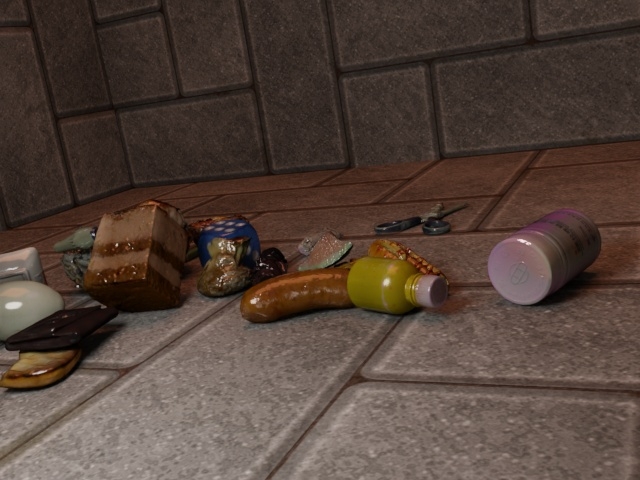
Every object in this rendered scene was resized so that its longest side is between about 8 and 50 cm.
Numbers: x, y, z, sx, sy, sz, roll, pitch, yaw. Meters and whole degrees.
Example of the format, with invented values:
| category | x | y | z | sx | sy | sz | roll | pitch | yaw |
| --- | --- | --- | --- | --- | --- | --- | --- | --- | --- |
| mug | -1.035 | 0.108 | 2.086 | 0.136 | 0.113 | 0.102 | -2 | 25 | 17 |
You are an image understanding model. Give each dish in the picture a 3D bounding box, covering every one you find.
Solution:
| category | x | y | z | sx | sy | sz | roll | pitch | yaw |
| --- | --- | --- | --- | --- | --- | --- | --- | --- | --- |
| dish | -0.803 | 0.137 | 1.914 | 0.151 | 0.212 | 0.077 | -12 | 29 | -13 |

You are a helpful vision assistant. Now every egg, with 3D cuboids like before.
| category | x | y | z | sx | sy | sz | roll | pitch | yaw |
| --- | --- | --- | --- | --- | --- | --- | --- | --- | --- |
| egg | -0.753 | 0.175 | 1.817 | 0.209 | 0.151 | 0.151 | -5 | 12 | -15 |

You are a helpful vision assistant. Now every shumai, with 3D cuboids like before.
| category | x | y | z | sx | sy | sz | roll | pitch | yaw |
| --- | --- | --- | --- | --- | --- | --- | --- | --- | --- |
| shumai | -0.260 | 0.065 | 1.966 | 0.161 | 0.153 | 0.209 | -1 | 10 | 5 |

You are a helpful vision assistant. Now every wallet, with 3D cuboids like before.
| category | x | y | z | sx | sy | sz | roll | pitch | yaw |
| --- | --- | --- | --- | --- | --- | --- | --- | --- | --- |
| wallet | -0.589 | 0.197 | 1.668 | 0.181 | 0.049 | 0.229 | -7 | 9 | 10 |

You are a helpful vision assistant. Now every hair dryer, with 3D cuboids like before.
| category | x | y | z | sx | sy | sz | roll | pitch | yaw |
| --- | --- | --- | --- | --- | --- | --- | --- | --- | --- |
| hair dryer | -0.669 | -0.015 | 2.078 | 0.167 | 0.067 | 0.199 | -17 | 11 | 14 |

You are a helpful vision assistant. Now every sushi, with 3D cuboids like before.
| category | x | y | z | sx | sy | sz | roll | pitch | yaw |
| --- | --- | --- | --- | --- | --- | --- | --- | --- | --- |
| sushi | -0.580 | 0.041 | 2.191 | 0.417 | 0.176 | 0.417 | -15 | 15 | 4 |

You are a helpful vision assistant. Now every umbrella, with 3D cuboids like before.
| category | x | y | z | sx | sy | sz | roll | pitch | yaw |
| --- | --- | --- | --- | --- | --- | --- | --- | --- | --- |
| umbrella | -0.134 | 0.087 | 1.900 | 0.094 | 0.090 | 0.326 | 13 | 13 | -2 |

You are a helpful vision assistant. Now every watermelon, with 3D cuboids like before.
| category | x | y | z | sx | sy | sz | roll | pitch | yaw |
| --- | --- | --- | --- | --- | --- | --- | --- | --- | --- |
| watermelon | 0.015 | 0.043 | 1.901 | 0.155 | 0.080 | 0.101 | -44 | -16 | 6 |

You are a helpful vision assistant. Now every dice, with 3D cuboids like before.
| category | x | y | z | sx | sy | sz | roll | pitch | yaw |
| --- | --- | --- | --- | --- | --- | --- | --- | --- | --- |
| dice | -0.272 | 0.024 | 2.146 | 0.143 | 0.146 | 0.146 | 3 | 21 | 33 |

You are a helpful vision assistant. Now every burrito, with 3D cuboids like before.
| category | x | y | z | sx | sy | sz | roll | pitch | yaw |
| --- | --- | --- | --- | --- | --- | --- | --- | --- | --- |
| burrito | 0.000 | -0.001 | 2.243 | 0.064 | 0.064 | 0.203 | 0 | 15 | 33 |

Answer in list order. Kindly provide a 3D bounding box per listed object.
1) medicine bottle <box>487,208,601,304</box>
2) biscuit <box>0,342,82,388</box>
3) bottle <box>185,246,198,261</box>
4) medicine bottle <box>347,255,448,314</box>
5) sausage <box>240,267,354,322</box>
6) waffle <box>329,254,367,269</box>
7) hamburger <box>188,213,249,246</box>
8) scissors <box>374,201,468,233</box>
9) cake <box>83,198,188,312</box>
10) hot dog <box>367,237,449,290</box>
| category | x | y | z | sx | sy | sz | roll | pitch | yaw |
| --- | --- | --- | --- | --- | --- | --- | --- | --- | --- |
| medicine bottle | 0.489 | 0.032 | 1.569 | 0.152 | 0.152 | 0.254 | 3 | 17 | 42 |
| biscuit | -0.607 | 0.259 | 1.598 | 0.154 | 0.045 | 0.299 | -10 | 12 | -9 |
| bottle | -0.432 | 0.047 | 2.397 | 0.030 | 0.030 | 0.083 | -3 | 16 | 26 |
| medicine bottle | 0.171 | 0.101 | 1.562 | 0.121 | 0.122 | 0.212 | -21 | 18 | -41 |
| sausage | -0.053 | 0.124 | 1.656 | 0.270 | 0.109 | 0.109 | -12 | 13 | -5 |
| waffle | 0.105 | 0.087 | 1.825 | 0.245 | 0.052 | 0.254 | -5 | 15 | 22 |
| hamburger | -0.354 | -0.032 | 2.523 | 0.231 | 0.107 | 0.231 | -12 | 10 | 2 |
| scissors | 0.371 | -0.079 | 2.384 | 0.256 | 0.029 | 0.383 | 2 | 16 | 37 |
| cake | -0.473 | 0.024 | 1.878 | 0.198 | 0.293 | 0.196 | -7 | -28 | 20 |
| hot dog | 0.200 | 0.056 | 1.698 | 0.104 | 0.076 | 0.250 | -9 | 33 | -33 |
